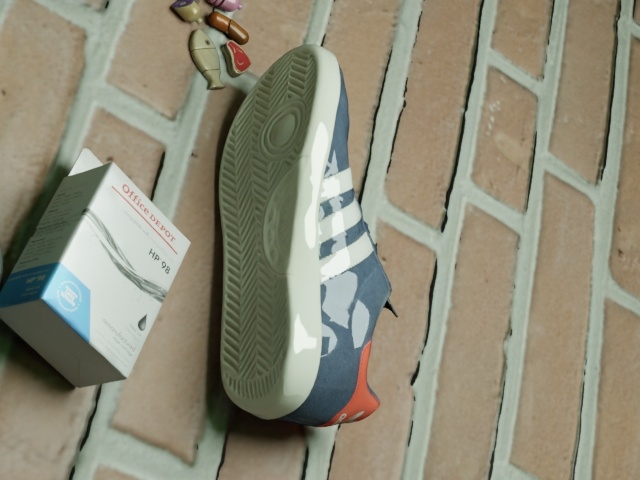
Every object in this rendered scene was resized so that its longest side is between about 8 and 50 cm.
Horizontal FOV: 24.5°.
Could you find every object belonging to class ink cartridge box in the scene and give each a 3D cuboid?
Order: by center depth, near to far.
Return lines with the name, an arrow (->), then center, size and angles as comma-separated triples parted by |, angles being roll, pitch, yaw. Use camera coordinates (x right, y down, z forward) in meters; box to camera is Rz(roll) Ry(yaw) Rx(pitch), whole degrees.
ink cartridge box -> -0.172, 0.013, 1.173 | 0.104, 0.060, 0.180 | 48, 45, -31

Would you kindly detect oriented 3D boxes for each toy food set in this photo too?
toy food set -> -0.097, -0.204, 1.383 | 0.078, 0.019, 0.122 | -21, 84, -43

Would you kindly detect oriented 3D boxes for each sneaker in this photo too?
sneaker -> 0.000, 0.000, 1.305 | 0.148, 0.131, 0.350 | 23, 62, -38

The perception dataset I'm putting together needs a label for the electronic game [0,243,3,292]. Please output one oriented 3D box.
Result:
electronic game -> -0.330, 0.007, 1.068 | 0.229, 0.048, 0.229 | 19, 62, -40
